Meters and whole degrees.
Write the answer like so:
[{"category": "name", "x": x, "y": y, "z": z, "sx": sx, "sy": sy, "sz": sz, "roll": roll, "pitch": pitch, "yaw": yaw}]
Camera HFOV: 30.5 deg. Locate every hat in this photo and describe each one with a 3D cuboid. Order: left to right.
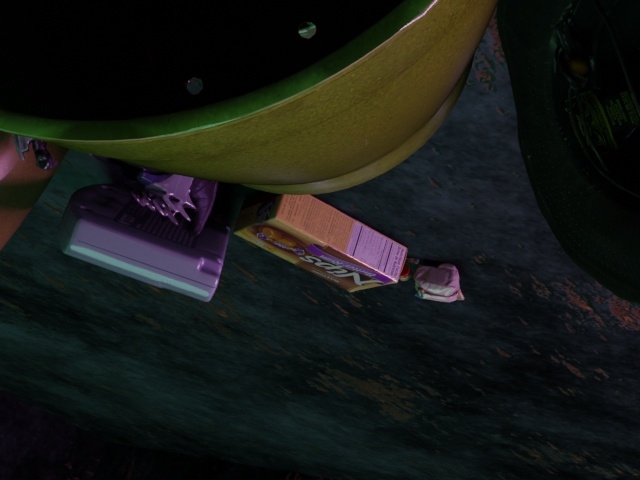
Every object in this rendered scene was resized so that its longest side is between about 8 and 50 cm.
[{"category": "hat", "x": 0.257, "y": -0.110, "z": 0.784, "sx": 0.134, "sy": 0.331, "sz": 0.331, "roll": -15, "pitch": 169, "yaw": -20}]

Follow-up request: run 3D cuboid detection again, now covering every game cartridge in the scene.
[{"category": "game cartridge", "x": -0.210, "y": -0.006, "z": 1.413, "sx": 0.196, "sy": 0.060, "sz": 0.294, "roll": 24, "pitch": -172, "yaw": -6}]

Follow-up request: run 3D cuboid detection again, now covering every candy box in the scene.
[{"category": "candy box", "x": 0.000, "y": 0.000, "z": 1.446, "sx": 0.186, "sy": 0.053, "sz": 0.109, "roll": 29, "pitch": 156, "yaw": -26}]

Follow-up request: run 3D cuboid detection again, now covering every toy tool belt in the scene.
[{"category": "toy tool belt", "x": 0.138, "y": 0.056, "z": 1.480, "sx": 0.083, "sy": 0.052, "sz": 0.051, "roll": 9, "pitch": 149, "yaw": 23}]

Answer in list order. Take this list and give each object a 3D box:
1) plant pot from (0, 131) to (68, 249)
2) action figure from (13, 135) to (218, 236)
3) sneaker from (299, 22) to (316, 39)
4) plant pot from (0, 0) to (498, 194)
[{"category": "plant pot", "x": -0.458, "y": -0.050, "z": 1.401, "sx": 0.237, "sy": 0.254, "sz": 0.237, "roll": 16, "pitch": 159, "yaw": 6}, {"category": "action figure", "x": -0.243, "y": -0.115, "z": 1.292, "sx": 0.285, "sy": 0.099, "sz": 0.185, "roll": 36, "pitch": 158, "yaw": -33}, {"category": "sneaker", "x": 0.014, "y": -0.174, "z": 0.970, "sx": 0.192, "sy": 0.064, "sz": 0.086, "roll": 20, "pitch": 164, "yaw": 3}, {"category": "plant pot", "x": -0.043, "y": -0.182, "z": 0.668, "sx": 0.366, "sy": 0.366, "sz": 0.353, "roll": 12, "pitch": 171, "yaw": 14}]
